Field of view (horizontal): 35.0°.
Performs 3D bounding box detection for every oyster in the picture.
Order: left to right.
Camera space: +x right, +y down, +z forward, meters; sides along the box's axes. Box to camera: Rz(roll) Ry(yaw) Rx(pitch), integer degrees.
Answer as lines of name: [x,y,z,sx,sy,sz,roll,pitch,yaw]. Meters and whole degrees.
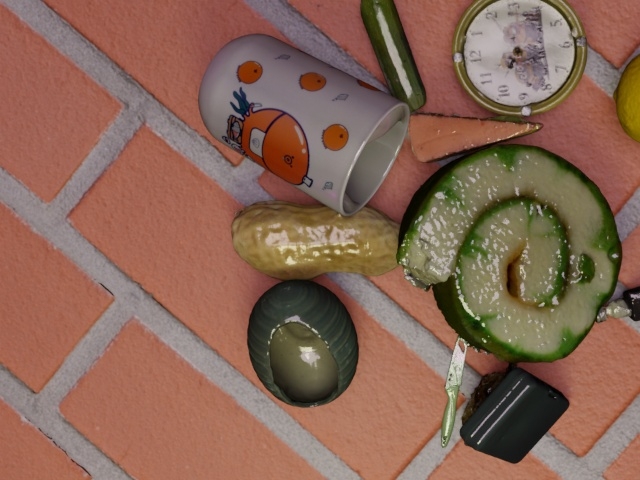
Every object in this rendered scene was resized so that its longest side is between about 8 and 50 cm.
oyster: [0.297,0.278,1.785,0.056,0.105,0.177,26,123,1]

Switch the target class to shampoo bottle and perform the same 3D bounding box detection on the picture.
shampoo bottle: [0.577,0.103,1.774,0.208,0.063,0.057,-14,102,3]

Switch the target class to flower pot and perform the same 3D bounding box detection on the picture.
flower pot: [-0.030,0.177,1.753,0.189,0.157,0.243,-11,122,3]

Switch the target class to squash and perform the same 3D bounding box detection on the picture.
squash: [0.128,-0.335,1.785,0.066,0.066,0.229,-21,93,5]

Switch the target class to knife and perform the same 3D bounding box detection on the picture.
knife: [0.237,0.273,1.831,0.030,0.014,0.207,10,92,4]

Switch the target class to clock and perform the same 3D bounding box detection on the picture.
clock: [0.345,-0.329,1.772,0.237,0.057,0.237,0,91,5]

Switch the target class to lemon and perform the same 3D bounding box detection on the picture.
lemon: [0.593,-0.238,1.693,0.203,0.178,0.178,6,93,19]

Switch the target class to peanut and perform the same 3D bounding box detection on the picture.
peanut: [0.000,0.000,1.778,0.313,0.149,0.149,-3,93,0]

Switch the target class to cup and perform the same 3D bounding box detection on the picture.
cup: [-0.037,-0.207,1.713,0.317,0.212,0.212,31,95,17]

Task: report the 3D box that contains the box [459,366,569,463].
box: [0.333,0.303,1.726,0.160,0.230,0.050,-50,56,5]

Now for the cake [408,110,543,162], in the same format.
cake: [0.264,-0.173,1.732,0.225,0.109,0.090,6,97,25]

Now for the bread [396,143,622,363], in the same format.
bread: [0.313,0.023,1.714,0.382,0.129,0.366,0,89,-10]
